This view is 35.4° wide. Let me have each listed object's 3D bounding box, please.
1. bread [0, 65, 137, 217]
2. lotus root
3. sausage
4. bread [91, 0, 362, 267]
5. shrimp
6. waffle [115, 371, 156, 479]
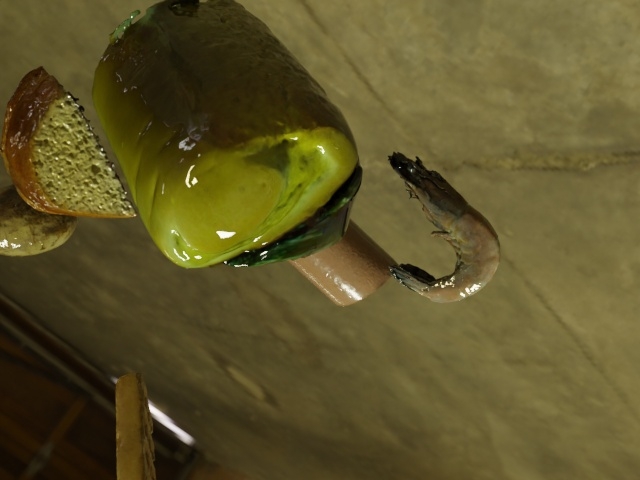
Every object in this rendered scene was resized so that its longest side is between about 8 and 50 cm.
[{"bbox_3d":[-0.382,-0.110,1.455,0.129,0.134,0.260,26,149,52],"label":"bread"},{"bbox_3d":[-0.510,-0.035,1.683,0.138,0.214,0.138,20,114,52],"label":"lotus root"},{"bbox_3d":[0.000,0.000,1.611,0.253,0.123,0.123,43,158,-8],"label":"sausage"},{"bbox_3d":[-0.111,-0.131,1.151,0.376,0.251,0.208,-122,27,-45],"label":"bread"},{"bbox_3d":[0.143,-0.015,1.363,0.219,0.152,0.046,52,-154,10],"label":"shrimp"},{"bbox_3d":[-0.327,0.389,1.788,0.055,0.248,0.221,-5,147,-6],"label":"waffle"}]
